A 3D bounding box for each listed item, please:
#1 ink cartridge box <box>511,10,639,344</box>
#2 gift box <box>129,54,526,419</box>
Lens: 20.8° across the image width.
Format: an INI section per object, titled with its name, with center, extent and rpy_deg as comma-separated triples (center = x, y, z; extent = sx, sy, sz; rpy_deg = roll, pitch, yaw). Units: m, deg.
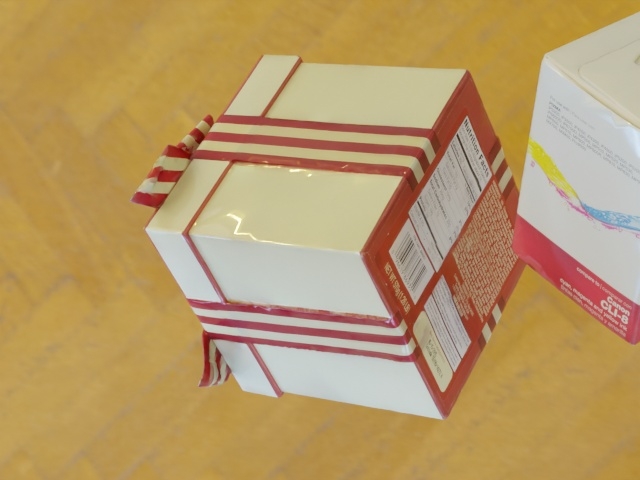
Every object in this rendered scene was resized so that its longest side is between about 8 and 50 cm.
[ink cartridge box]
center = 0.226, -0.049, 1.193
extent = 0.128, 0.176, 0.127
rpy_deg = -26, 50, -28
[gift box]
center = 0.000, 0.000, 1.527
extent = 0.258, 0.255, 0.276
rpy_deg = 7, 46, 35
